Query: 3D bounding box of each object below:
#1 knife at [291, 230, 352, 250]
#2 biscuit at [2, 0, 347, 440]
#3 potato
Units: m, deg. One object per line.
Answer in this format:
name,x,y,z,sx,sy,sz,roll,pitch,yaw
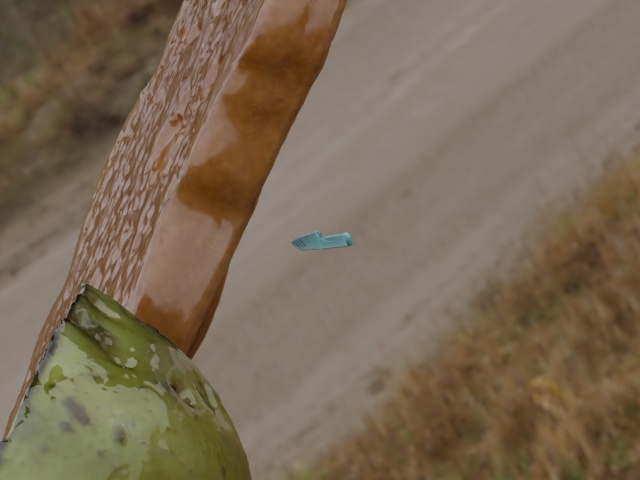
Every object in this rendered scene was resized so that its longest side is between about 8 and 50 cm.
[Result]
knife,0.000,0.000,1.340,0.005,0.014,0.091,-29,8,-22
biscuit,-0.060,-0.020,0.858,0.334,0.047,0.202,-64,16,16
potato,-0.084,0.161,0.707,0.160,0.111,0.272,-87,17,-82
